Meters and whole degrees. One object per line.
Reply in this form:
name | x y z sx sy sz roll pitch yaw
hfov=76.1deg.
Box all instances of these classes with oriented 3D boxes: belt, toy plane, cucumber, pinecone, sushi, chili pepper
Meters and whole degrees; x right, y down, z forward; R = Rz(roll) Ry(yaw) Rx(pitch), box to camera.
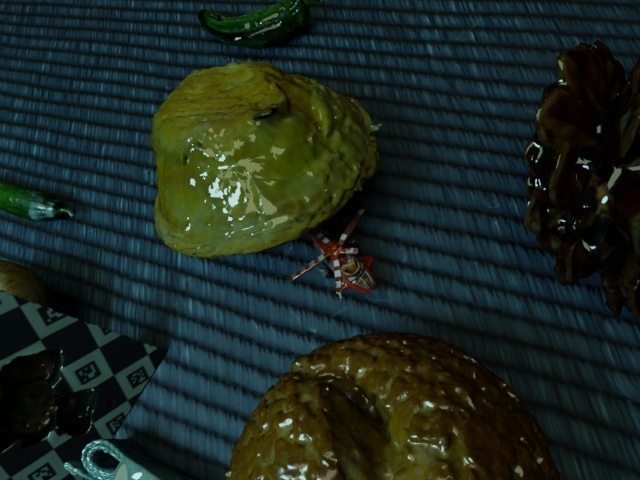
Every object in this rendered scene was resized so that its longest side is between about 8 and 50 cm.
belt | -0.163 0.314 0.465 0.301 0.072 0.088 14 71 19
toy plane | -0.005 0.006 0.547 0.194 0.077 0.126 21 72 28
cucumber | -0.524 -0.070 0.712 0.249 0.056 0.056 16 74 22
pinecone | 0.347 -0.066 0.390 0.295 0.242 0.298 33 74 25
sushi | -0.347 0.195 0.495 0.047 0.219 0.232 19 74 44
chili pepper | -0.105 -0.389 0.723 0.278 0.065 0.122 2 74 19

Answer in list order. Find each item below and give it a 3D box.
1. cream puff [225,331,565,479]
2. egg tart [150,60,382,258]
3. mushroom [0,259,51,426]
cream puff | 0.065 0.219 0.349 0.302 0.212 0.304 1 67 -2
egg tart | -0.089 -0.134 0.544 0.338 0.153 0.352 -6 48 16
mushroom | -0.476 0.158 0.558 0.277 0.146 0.279 -10 66 22
